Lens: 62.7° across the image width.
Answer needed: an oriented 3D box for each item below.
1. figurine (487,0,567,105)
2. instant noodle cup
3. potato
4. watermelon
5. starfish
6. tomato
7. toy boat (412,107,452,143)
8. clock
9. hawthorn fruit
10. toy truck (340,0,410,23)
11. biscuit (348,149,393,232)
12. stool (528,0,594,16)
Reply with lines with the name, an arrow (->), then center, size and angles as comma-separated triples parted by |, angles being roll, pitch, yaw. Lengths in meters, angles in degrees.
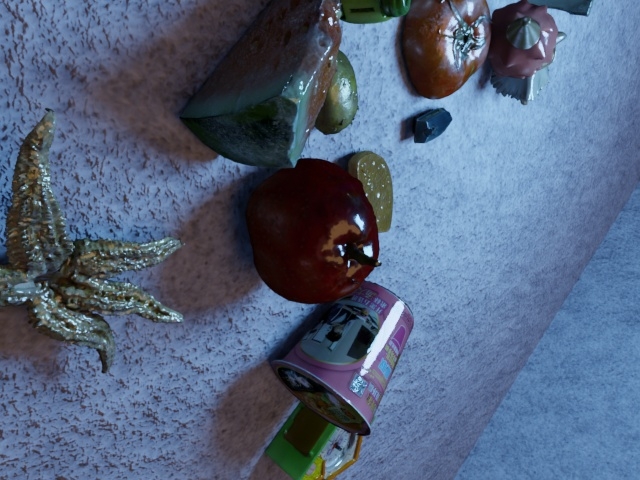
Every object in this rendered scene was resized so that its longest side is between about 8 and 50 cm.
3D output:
figurine -> 0.439, -0.416, 1.123 | 0.387, 0.166, 0.207 | 16, 66, -70
instant noodle cup -> 0.064, 0.224, 1.069 | 0.255, 0.243, 0.244 | -51, 142, -27
potato -> 0.020, -0.238, 0.848 | 0.091, 0.070, 0.138 | -31, 132, -37
watermelon -> -0.049, -0.235, 0.706 | 0.140, 0.192, 0.257 | 41, 65, -53
starfish -> -0.283, 0.036, 0.631 | 0.302, 0.084, 0.293 | -56, 139, 2
tomato -> 0.258, -0.390, 1.021 | 0.236, 0.095, 0.237 | -27, 130, -37
toy boat -> 0.240, -0.250, 1.116 | 0.141, 0.060, 0.055 | -34, 133, -43
clock -> 0.025, 0.466, 1.240 | 0.220, 0.106, 0.255 | -52, 142, -14
hawthorn fruit -> 0.000, 0.000, 0.817 | 0.210, 0.266, 0.230 | -6, 113, -27
toy truck -> 0.067, -0.416, 0.755 | 0.211, 0.148, 0.187 | -62, 149, -46
biscuit -> 0.101, -0.096, 1.040 | 0.221, 0.028, 0.142 | 51, 54, -51
stool -> 0.486, -0.637, 1.083 | 0.243, 0.170, 0.270 | -5, 115, -48
